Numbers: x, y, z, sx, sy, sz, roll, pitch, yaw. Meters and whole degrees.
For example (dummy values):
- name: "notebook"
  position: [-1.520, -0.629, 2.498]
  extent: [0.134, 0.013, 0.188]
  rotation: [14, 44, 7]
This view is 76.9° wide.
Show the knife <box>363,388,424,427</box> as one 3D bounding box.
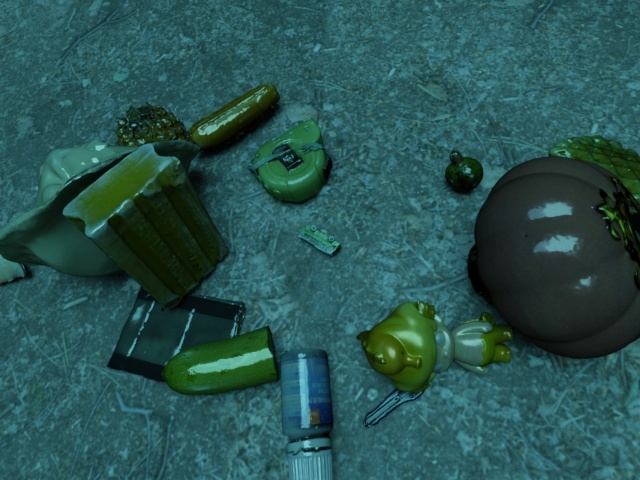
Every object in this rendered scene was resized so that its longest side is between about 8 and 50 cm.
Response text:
- name: "knife"
  position: [0.121, 0.269, 0.664]
  extent: [0.121, 0.018, 0.031]
  rotation: [-35, 64, -6]

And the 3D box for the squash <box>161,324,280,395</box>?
- name: "squash"
  position: [-0.166, 0.212, 0.672]
  extent: [0.187, 0.095, 0.095]
  rotation: [-13, 65, -8]

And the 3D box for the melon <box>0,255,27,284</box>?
- name: "melon"
  position: [-0.710, 0.055, 0.859]
  extent: [0.182, 0.054, 0.098]
  rotation: [-15, 71, 2]

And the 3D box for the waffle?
- name: "waffle"
  position: [0.534, -0.125, 0.728]
  extent: [0.214, 0.054, 0.208]
  rotation: [-22, 54, -33]

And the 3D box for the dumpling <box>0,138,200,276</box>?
- name: "dumpling"
  position: [-0.378, -0.074, 0.731]
  extent: [0.395, 0.315, 0.233]
  rotation: [-35, 99, -24]

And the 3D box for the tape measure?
- name: "tape measure"
  position: [-0.057, -0.158, 0.841]
  extent: [0.177, 0.087, 0.154]
  rotation: [-30, 66, -3]

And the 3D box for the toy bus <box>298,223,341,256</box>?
- name: "toy bus"
  position: [0.000, 0.000, 0.794]
  extent: [0.083, 0.031, 0.037]
  rotation: [31, 81, 19]

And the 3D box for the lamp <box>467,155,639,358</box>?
- name: "lamp"
  position: [0.356, 0.025, 0.620]
  extent: [0.305, 0.239, 0.306]
  rotation: [13, 67, -32]

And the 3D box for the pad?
- name: "pad"
  position: [-0.269, 0.177, 0.757]
  extent: [0.232, 0.022, 0.174]
  rotation: [10, 68, 12]

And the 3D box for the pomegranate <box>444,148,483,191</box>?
- name: "pomegranate"
  position: [0.280, -0.134, 0.783]
  extent: [0.073, 0.084, 0.073]
  rotation: [-8, 61, 15]

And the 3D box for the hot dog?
- name: "hot dog"
  position: [-0.199, -0.272, 0.919]
  extent: [0.249, 0.076, 0.102]
  rotation: [-35, 30, -9]

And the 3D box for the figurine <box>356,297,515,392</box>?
- name: "figurine"
  position: [0.182, 0.166, 0.650]
  extent: [0.246, 0.131, 0.157]
  rotation: [3, 98, -6]

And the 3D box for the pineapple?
- name: "pineapple"
  position: [-0.390, -0.243, 0.897]
  extent: [0.161, 0.137, 0.176]
  rotation: [-41, 66, -11]

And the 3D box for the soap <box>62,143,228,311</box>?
- name: "soap"
  position: [-0.275, -0.008, 0.690]
  extent: [0.089, 0.274, 0.173]
  rotation: [32, 66, 22]

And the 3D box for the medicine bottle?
- name: "medicine bottle"
  position: [-0.022, 0.282, 0.643]
  extent: [0.083, 0.083, 0.203]
  rotation: [-6, 67, 5]
